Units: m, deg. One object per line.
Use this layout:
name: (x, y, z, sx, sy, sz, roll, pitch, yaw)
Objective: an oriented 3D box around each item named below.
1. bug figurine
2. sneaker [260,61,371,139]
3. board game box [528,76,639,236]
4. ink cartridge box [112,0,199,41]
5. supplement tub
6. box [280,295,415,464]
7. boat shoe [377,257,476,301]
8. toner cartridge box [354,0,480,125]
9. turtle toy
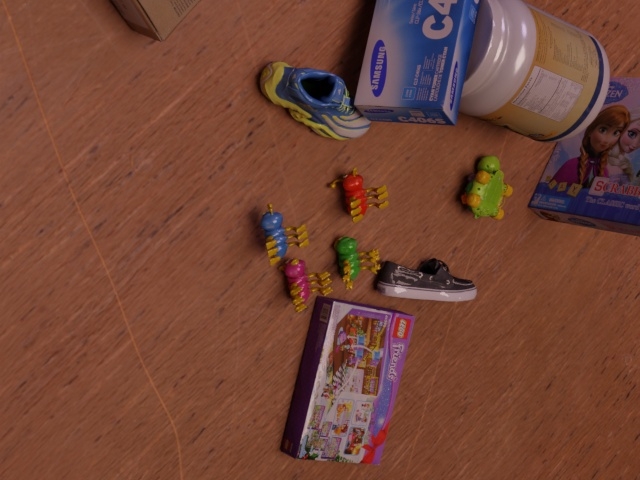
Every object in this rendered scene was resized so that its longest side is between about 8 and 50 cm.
bug figurine: (0.000, 0.000, 1.890, 0.279, 0.072, 0.216, -26, 119, -35)
sneaker: (0.016, -0.227, 1.821, 0.240, 0.126, 0.091, 18, 88, -36)
board game box: (0.606, -0.172, 2.143, 0.066, 0.318, 0.318, 32, 79, -35)
ink cartridge box: (-0.247, -0.445, 1.576, 0.193, 0.088, 0.235, -50, 141, -16)
supplement tub: (0.352, -0.322, 1.984, 0.316, 0.228, 0.228, 14, 91, -37)
box: (0.052, 0.261, 1.987, 0.201, 0.057, 0.293, 13, 91, -36)
boat shoe: (0.208, 0.070, 2.057, 0.228, 0.080, 0.076, 5, 98, -29)
toner cartridge box: (0.177, -0.374, 1.840, 0.075, 0.165, 0.348, 34, 65, -60)
turtle toy: (0.321, -0.104, 2.105, 0.095, 0.066, 0.130, 26, 83, -36)
